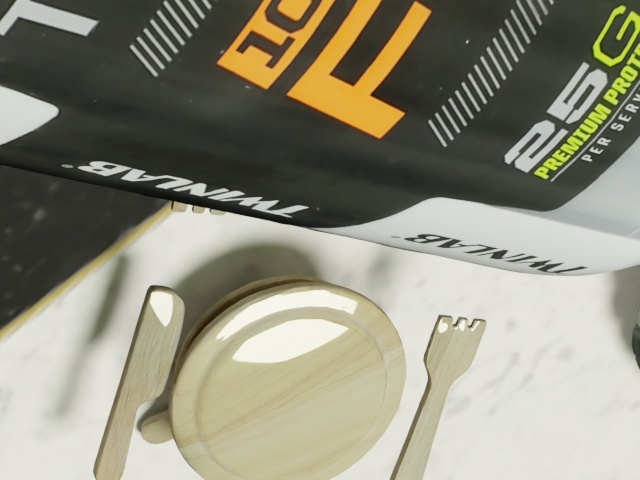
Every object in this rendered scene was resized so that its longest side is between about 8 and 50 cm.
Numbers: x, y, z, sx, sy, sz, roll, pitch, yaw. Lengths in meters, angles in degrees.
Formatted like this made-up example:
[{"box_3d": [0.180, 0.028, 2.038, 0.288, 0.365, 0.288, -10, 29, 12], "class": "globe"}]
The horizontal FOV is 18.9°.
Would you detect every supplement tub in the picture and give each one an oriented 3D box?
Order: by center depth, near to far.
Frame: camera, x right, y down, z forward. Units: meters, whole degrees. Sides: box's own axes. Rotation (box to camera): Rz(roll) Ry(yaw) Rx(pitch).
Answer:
[{"box_3d": [-0.027, -0.105, 0.448, 0.316, 0.193, 0.194, 11, 118, -40], "class": "supplement tub"}]

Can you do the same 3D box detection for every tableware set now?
[{"box_3d": [0.000, 0.000, 0.668, 0.128, 0.039, 0.194, 7, 115, -25], "class": "tableware set"}]

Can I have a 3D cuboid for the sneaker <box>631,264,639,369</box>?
[{"box_3d": [0.170, -0.026, 0.724, 0.129, 0.111, 0.297, -53, 152, -16], "class": "sneaker"}]
